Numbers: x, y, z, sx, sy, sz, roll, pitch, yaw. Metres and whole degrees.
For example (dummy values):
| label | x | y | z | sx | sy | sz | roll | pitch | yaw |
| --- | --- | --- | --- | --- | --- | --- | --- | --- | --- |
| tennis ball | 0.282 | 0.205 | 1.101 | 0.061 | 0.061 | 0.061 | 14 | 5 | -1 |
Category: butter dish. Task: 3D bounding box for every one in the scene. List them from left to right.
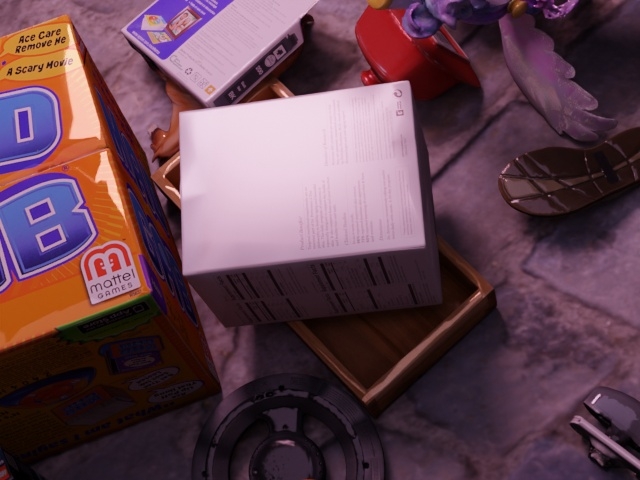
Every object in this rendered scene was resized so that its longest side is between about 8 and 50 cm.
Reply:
| label | x | y | z | sx | sy | sz | roll | pitch | yaw |
| --- | --- | --- | --- | --- | --- | --- | --- | --- | --- |
| butter dish | 0.100 | -0.233 | 1.784 | 0.118 | 0.160 | 0.160 | -43 | 65 | 18 |

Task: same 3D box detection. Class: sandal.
| label | x | y | z | sx | sy | sz | roll | pitch | yaw |
| --- | --- | --- | --- | --- | --- | --- | --- | --- | --- |
| sandal | 0.320 | -0.079 | 1.716 | 0.219 | 0.060 | 0.090 | -20 | 71 | -13 |

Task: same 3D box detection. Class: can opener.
| label | x | y | z | sx | sy | sz | roll | pitch | yaw |
| --- | --- | --- | --- | --- | --- | --- | --- | --- | --- |
| can opener | 0.399 | 0.265 | 1.550 | 0.283 | 0.076 | 0.095 | 36 | 80 | 20 |

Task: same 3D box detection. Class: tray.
| label | x | y | z | sx | sy | sz | roll | pitch | yaw |
| --- | --- | --- | --- | --- | --- | --- | --- | --- | --- |
| tray | 0.000 | 0.000 | 1.736 | 0.203 | 0.076 | 0.411 | -42 | 68 | -7 |

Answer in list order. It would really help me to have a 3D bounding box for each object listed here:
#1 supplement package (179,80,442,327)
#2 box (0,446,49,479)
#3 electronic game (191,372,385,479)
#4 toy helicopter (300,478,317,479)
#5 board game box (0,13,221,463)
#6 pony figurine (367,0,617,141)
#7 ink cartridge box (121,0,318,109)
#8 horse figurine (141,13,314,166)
| label | x | y | z | sx | sy | sz | roll | pitch | yaw |
| --- | --- | --- | --- | --- | --- | --- | --- | --- | --- |
| supplement package | -0.008 | -0.034 | 1.603 | 0.262 | 0.198 | 0.199 | -7 | 68 | 8 |
| box | -0.374 | 0.321 | 1.594 | 0.159 | 0.233 | 0.044 | -31 | 62 | -2 |
| electronic game | -0.038 | 0.269 | 1.649 | 0.229 | 0.048 | 0.229 | -2 | 76 | 10 |
| toy helicopter | -0.006 | 0.444 | 1.512 | 0.355 | 0.140 | 0.235 | 44 | 113 | 23 |
| board game box | -0.362 | 0.029 | 1.631 | 0.356 | 0.356 | 0.356 | -20 | 66 | -1 |
| pony figurine | 0.227 | -0.318 | 1.685 | 0.363 | 0.303 | 0.351 | -5 | 48 | -38 |
| ink cartridge box | -0.121 | -0.280 | 1.819 | 0.208 | 0.045 | 0.206 | -43 | 53 | -7 |
| horse figurine | -0.126 | -0.226 | 1.855 | 0.263 | 0.066 | 0.174 | -22 | 59 | 5 |
